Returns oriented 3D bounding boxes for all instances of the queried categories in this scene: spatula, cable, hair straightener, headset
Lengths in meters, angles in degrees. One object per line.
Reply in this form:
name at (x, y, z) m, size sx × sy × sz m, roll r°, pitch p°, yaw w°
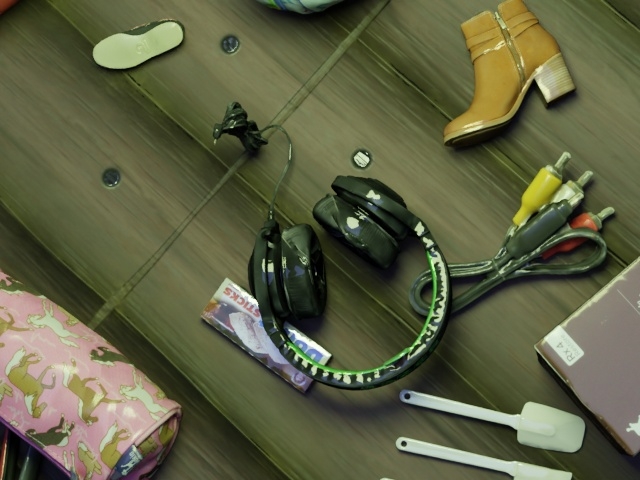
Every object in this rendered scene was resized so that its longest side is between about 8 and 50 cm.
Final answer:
spatula at (0.206, 0.280, 1.508) m, size 0.242 × 0.019 × 0.168 m, roll 12°, pitch 91°, yaw 11°
cable at (0.254, 0.021, 1.525) m, size 0.287 × 0.072 × 0.139 m, roll -38°, pitch 96°, yaw 15°
hair straightener at (-0.391, 0.356, 1.547) m, size 0.089 × 0.047 × 0.230 m, roll 1°, pitch 64°, yaw 8°
headset at (0.000, 0.000, 1.485) m, size 0.243 × 0.185 × 0.394 m, roll -34°, pitch 71°, yaw 2°

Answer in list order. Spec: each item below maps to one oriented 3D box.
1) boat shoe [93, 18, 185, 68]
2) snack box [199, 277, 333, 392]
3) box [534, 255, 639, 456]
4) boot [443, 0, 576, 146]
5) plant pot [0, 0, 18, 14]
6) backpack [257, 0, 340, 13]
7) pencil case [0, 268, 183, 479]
boat shoe at (-0.252, -0.274, 1.634) m, size 0.133 × 0.042 × 0.049 m, roll -17°, pitch 106°, yaw 7°
snack box at (-0.073, 0.127, 1.565) m, size 0.178 × 0.022 × 0.064 m, roll 35°, pitch 88°, yaw 12°
box at (0.373, 0.143, 1.397) m, size 0.167 × 0.203 × 0.168 m, roll -40°, pitch 76°, yaw 2°
boot at (0.220, -0.220, 1.539) m, size 0.197 × 0.073 × 0.152 m, roll -27°, pitch 81°, yaw -7°
plant pot at (-0.439, -0.454, 1.585) m, size 0.243 × 0.275 × 0.275 m, roll -30°, pitch 79°, yaw -7°
backpack at (-0.030, -0.476, 1.521) m, size 0.273 × 0.290 × 0.355 m, roll -34°, pitch 86°, yaw 12°
pencil case at (-0.369, 0.180, 1.537) m, size 0.386 × 0.167 × 0.160 m, roll 36°, pitch 113°, yaw 12°
